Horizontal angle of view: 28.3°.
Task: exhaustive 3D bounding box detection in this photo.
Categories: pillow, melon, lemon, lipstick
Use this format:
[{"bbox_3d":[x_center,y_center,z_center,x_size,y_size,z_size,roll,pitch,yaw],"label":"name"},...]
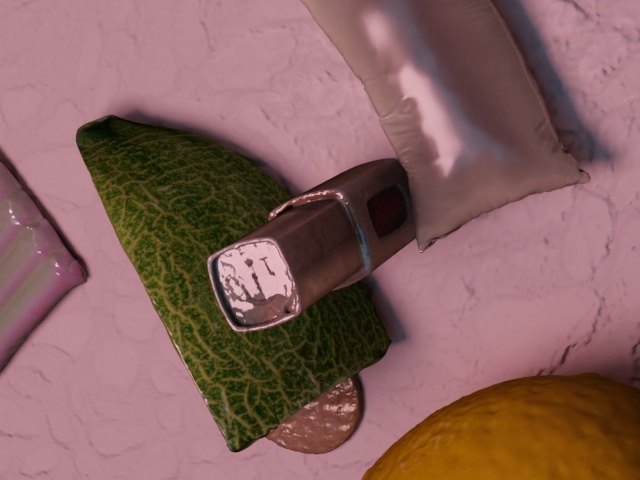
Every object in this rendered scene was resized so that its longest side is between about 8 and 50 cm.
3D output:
[{"bbox_3d":[0.085,-0.125,0.982,0.144,0.078,0.254,-28,89,14],"label":"pillow"},{"bbox_3d":[-0.099,0.008,1.065,0.323,0.196,0.124,54,138,10],"label":"melon"},{"bbox_3d":[0.166,0.256,0.945,0.336,0.336,0.336,7,108,21],"label":"lemon"},{"bbox_3d":[0.000,0.000,0.965,0.077,0.253,0.079,-17,96,26],"label":"lipstick"}]

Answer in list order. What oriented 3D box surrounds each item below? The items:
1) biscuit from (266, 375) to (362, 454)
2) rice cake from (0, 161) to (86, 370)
[{"bbox_3d":[-0.018,0.138,1.145,0.120,0.015,0.120,6,107,21],"label":"biscuit"},{"bbox_3d":[-0.335,0.028,1.235,0.198,0.037,0.189,-39,91,26],"label":"rice cake"}]
